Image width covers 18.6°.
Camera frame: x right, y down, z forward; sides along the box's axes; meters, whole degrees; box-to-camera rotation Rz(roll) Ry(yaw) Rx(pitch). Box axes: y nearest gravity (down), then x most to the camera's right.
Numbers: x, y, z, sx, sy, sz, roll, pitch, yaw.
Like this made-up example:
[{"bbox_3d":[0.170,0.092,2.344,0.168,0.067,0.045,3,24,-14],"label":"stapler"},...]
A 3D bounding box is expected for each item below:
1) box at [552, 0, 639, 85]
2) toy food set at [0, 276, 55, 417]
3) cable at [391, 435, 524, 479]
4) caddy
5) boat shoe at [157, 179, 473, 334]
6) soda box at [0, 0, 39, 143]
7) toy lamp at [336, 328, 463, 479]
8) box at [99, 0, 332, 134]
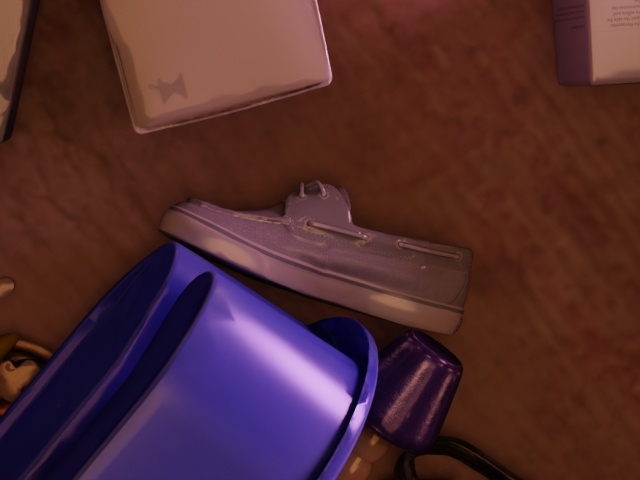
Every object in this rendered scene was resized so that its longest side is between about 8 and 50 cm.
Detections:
[{"bbox_3d":[0.222,-0.154,1.365,0.101,0.102,0.087,-5,94,-7],"label":"box"},{"bbox_3d":[-0.227,0.132,1.374,0.132,0.038,0.192,-28,98,-3],"label":"toy food set"},{"bbox_3d":[0.154,0.208,1.432,0.287,0.072,0.139,-2,79,-18],"label":"cable"},{"bbox_3d":[-0.105,0.166,1.281,0.179,0.241,0.341,41,87,-18],"label":"caddy"},{"bbox_3d":[0.001,0.000,1.374,0.227,0.079,0.081,18,86,-14],"label":"boat shoe"},{"bbox_3d":[-0.229,-0.212,1.313,0.098,0.091,0.286,11,94,-6],"label":"soda box"},{"bbox_3d":[0.002,0.183,1.370,0.080,0.080,0.274,35,101,-9],"label":"toy lamp"},{"bbox_3d":[-0.078,-0.158,1.264,0.127,0.232,0.148,-14,98,-4],"label":"box"}]
